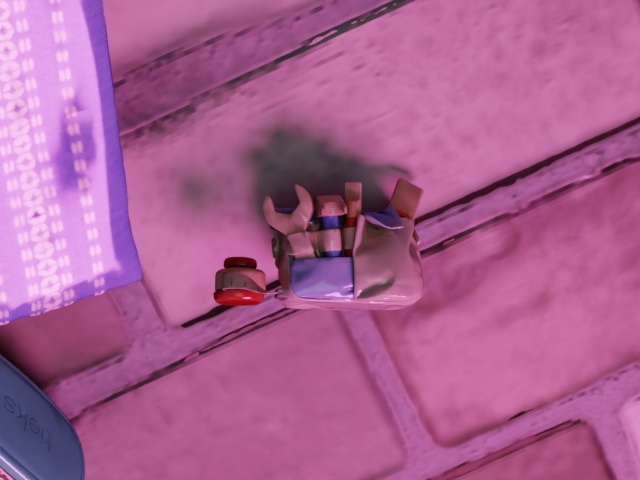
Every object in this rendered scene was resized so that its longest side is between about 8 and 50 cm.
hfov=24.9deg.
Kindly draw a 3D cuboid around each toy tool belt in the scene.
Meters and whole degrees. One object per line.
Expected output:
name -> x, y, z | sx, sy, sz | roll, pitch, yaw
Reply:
toy tool belt -> 0.000, 0.000, 0.559 | 0.083, 0.052, 0.051 | 2, 79, -12

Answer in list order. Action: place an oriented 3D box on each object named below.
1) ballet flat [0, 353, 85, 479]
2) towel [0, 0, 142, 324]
ballet flat -> -0.169, 0.033, 0.516 | 0.077, 0.077, 0.231 | -16, 128, 17
towel -> -0.209, -0.034, 0.364 | 0.336, 0.040, 0.243 | -19, 128, -23
